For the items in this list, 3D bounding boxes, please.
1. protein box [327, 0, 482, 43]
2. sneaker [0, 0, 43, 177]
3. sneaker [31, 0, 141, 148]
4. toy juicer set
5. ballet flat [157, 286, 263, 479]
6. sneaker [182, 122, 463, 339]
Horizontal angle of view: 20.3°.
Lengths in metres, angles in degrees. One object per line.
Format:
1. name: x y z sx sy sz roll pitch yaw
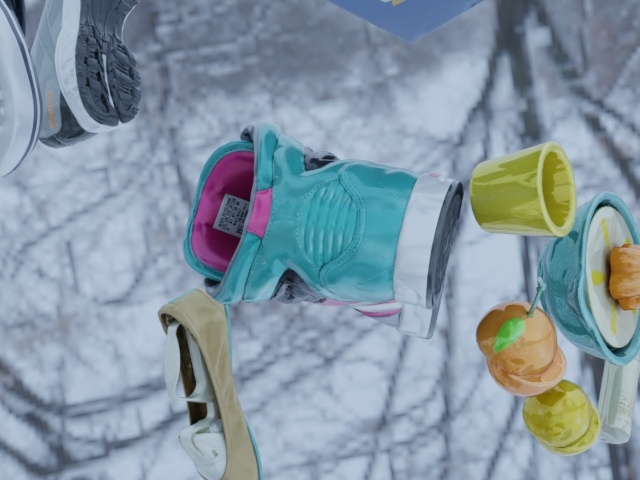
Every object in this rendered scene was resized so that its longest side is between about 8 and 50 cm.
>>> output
1. protein box: 0.071 -0.265 1.251 0.200 0.136 0.201 -29 155 27
2. sneaker: -0.268 -0.170 1.290 0.127 0.321 0.126 1 134 -53
3. sneaker: -0.237 -0.208 1.729 0.108 0.271 0.100 -28 137 35
4. toy juicer set: 0.219 0.066 1.370 0.089 0.209 0.329 -6 162 30
5. ballet flat: -0.116 0.163 1.745 0.073 0.232 0.080 -13 -177 -39
6. sneaker: 0.000 0.000 1.219 0.178 0.124 0.295 13 172 6
